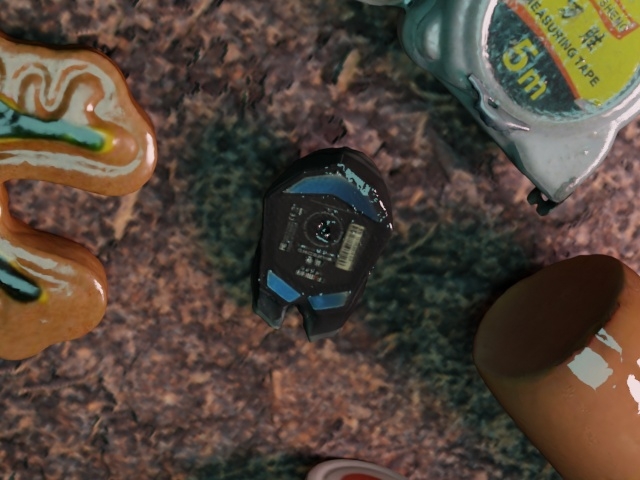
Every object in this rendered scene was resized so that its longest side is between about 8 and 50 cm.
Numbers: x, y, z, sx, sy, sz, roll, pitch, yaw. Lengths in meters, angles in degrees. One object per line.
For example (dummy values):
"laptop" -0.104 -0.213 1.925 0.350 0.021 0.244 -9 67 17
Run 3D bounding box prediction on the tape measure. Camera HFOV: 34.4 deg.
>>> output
"tape measure" 0.072 -0.174 0.566 0.164 0.084 0.330 -42 110 4

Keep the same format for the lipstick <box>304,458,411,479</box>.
"lipstick" -0.004 0.315 0.715 0.087 0.087 0.326 10 107 -11

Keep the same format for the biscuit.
"biscuit" -0.263 -0.056 0.581 0.334 0.047 0.202 22 104 -13

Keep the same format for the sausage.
"sausage" 0.228 0.144 0.675 0.121 0.121 0.304 -40 111 6

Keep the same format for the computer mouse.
"computer mouse" 0.000 0.000 0.635 0.079 0.047 0.135 16 117 0
